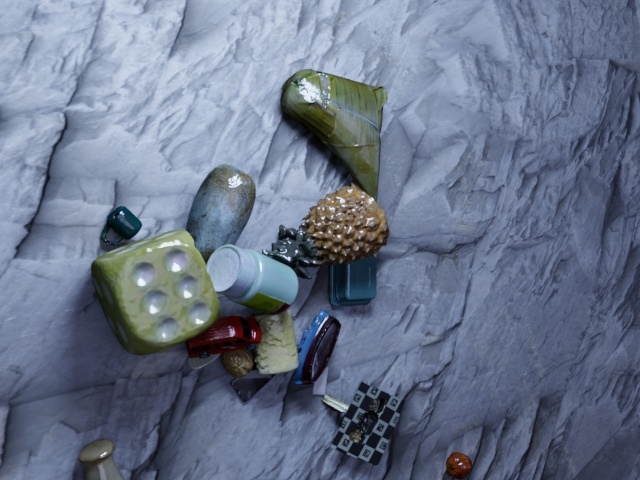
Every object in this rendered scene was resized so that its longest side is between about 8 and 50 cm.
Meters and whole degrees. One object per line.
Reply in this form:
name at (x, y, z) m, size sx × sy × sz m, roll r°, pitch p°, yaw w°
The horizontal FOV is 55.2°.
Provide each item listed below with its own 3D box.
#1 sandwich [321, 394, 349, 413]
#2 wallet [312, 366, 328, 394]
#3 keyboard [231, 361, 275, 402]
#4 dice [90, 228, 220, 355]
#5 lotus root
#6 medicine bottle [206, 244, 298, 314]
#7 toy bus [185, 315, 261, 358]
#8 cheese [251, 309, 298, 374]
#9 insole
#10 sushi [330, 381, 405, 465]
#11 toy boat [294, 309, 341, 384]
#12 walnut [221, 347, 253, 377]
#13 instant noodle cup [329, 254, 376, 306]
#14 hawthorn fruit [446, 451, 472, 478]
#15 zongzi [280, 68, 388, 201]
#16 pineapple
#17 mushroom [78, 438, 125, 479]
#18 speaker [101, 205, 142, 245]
sandwich at (0.045, 0.487, 1.811) m, size 0.031 × 0.083 × 0.044 m, roll -57°, pitch 159°, yaw -24°
wallet at (0.000, 0.412, 1.800) m, size 0.044 × 0.011 × 0.083 m, roll 12°, pitch 84°, yaw -30°
keyboard at (-0.158, 0.358, 1.704) m, size 0.196 × 0.015 × 0.074 m, roll -40°, pitch 105°, yaw -26°
dice at (-0.388, 0.117, 1.440) m, size 0.227 × 0.233 × 0.238 m, roll -25°, pitch 102°, yaw -28°
lotus root at (-0.274, -0.042, 1.559) m, size 0.140 × 0.158 × 0.322 m, roll 25°, pitch 86°, yaw -26°
medicine bottle at (-0.169, 0.100, 1.543) m, size 0.225 × 0.139 × 0.139 m, roll 30°, pitch 73°, yaw -51°
toy bus at (-0.248, 0.240, 1.572) m, size 0.195 × 0.089 × 0.081 m, roll -8°, pitch 60°, yaw -13°
cheese at (-0.124, 0.275, 1.668) m, size 0.123 × 0.094 × 0.167 m, roll -3°, pitch 84°, yaw -35°
insole at (-0.272, 0.267, 1.618) m, size 0.063 × 0.010 × 0.192 m, roll 35°, pitch 63°, yaw 19°
sushi at (0.136, 0.548, 1.858) m, size 0.192 × 0.050 × 0.215 m, roll 30°, pitch 83°, yaw -27°
toy boat at (-0.022, 0.304, 1.740) m, size 0.100 × 0.097 × 0.223 m, roll 39°, pitch 69°, yaw -40°
walnut at (-0.220, 0.317, 1.631) m, size 0.079 × 0.082 × 0.096 m, roll -41°, pitch 111°, yaw -55°
instant noodle cup at (0.106, 0.109, 1.837) m, size 0.157 × 0.070 × 0.179 m, roll 1°, pitch 88°, yaw -33°
hawthorn fruit at (0.466, 0.749, 2.038) m, size 0.093 × 0.093 × 0.093 m, roll 0°, pitch 89°, yaw -31°
zongzi at (0.038, -0.289, 1.737) m, size 0.323 × 0.160 × 0.360 m, roll 5°, pitch 81°, yaw -27°
pineapple at (0.001, 0.002, 1.709) m, size 0.357 × 0.223 × 0.223 m, roll -28°, pitch 104°, yaw -10°
mushroom at (-0.497, 0.596, 1.450) m, size 0.108 × 0.096 × 0.247 m, roll -23°, pitch 99°, yaw -4°
speaker at (-0.489, -0.032, 1.491) m, size 0.094 × 0.060 × 0.075 m, roll -37°, pitch 112°, yaw 11°
